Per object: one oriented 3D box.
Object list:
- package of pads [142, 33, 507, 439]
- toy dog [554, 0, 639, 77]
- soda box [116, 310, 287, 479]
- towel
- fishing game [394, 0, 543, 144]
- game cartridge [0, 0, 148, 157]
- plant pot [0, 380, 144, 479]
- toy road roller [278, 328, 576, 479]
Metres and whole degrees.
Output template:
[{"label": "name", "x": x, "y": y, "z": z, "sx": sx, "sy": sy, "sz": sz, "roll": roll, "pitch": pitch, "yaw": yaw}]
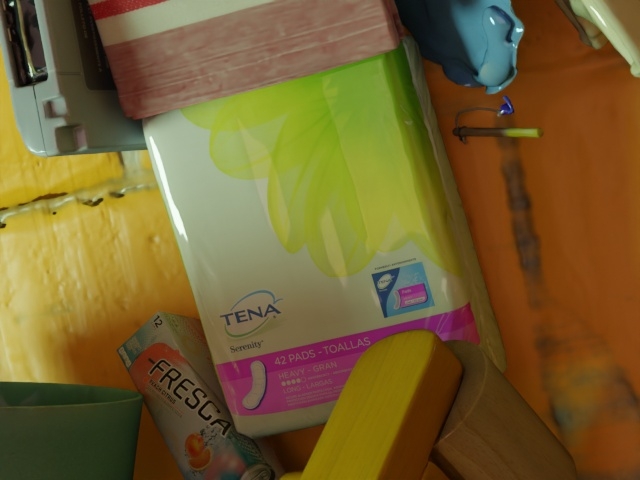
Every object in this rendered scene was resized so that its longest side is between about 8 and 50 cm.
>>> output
[{"label": "package of pads", "x": 0.000, "y": 0.000, "z": 1.191, "sx": 0.229, "sy": 0.101, "sz": 0.296, "roll": -13, "pitch": 97, "yaw": 20}, {"label": "toy dog", "x": 0.277, "y": -0.361, "z": 0.986, "sx": 0.408, "sy": 0.284, "sz": 0.395, "roll": -35, "pitch": 91, "yaw": 8}, {"label": "soda box", "x": -0.099, "y": 0.148, "z": 1.244, "sx": 0.058, "sy": 0.063, "sz": 0.183, "roll": -43, "pitch": 62, "yaw": 19}, {"label": "towel", "x": -0.088, "y": -0.271, "z": 1.086, "sx": 0.237, "sy": 0.037, "sz": 0.328, "roll": -11, "pitch": 101, "yaw": 22}, {"label": "fishing game", "x": 0.100, "y": -0.199, "z": 1.108, "sx": 0.041, "sy": 0.189, "sz": 0.264, "roll": -27, "pitch": 99, "yaw": -19}, {"label": "game cartridge", "x": -0.196, "y": -0.216, "z": 1.198, "sx": 0.060, "sy": 0.196, "sz": 0.294, "roll": -10, "pitch": 91, "yaw": 28}, {"label": "plant pot", "x": -0.291, "y": 0.239, "z": 1.184, "sx": 0.293, "sy": 0.293, "sz": 0.235, "roll": 0, "pitch": 87, "yaw": 20}, {"label": "toy road roller", "x": 0.021, "y": 0.243, "z": 1.073, "sx": 0.241, "sy": 0.329, "sz": 0.202, "roll": -13, "pitch": 127, "yaw": 44}]
